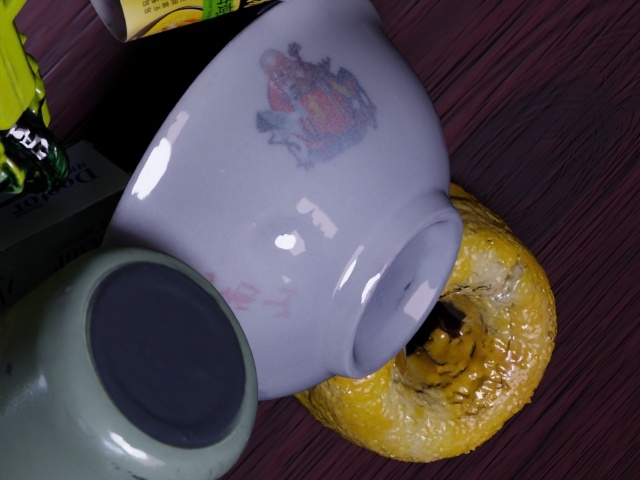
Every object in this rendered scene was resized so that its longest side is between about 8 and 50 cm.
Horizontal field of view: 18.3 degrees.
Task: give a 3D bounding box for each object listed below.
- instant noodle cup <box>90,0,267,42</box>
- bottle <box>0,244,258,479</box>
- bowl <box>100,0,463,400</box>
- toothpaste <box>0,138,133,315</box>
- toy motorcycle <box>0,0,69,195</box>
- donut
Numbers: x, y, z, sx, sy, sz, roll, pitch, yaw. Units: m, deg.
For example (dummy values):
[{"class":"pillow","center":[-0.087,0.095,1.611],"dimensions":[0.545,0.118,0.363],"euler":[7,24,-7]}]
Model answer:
[{"class":"instant noodle cup","center":[-0.098,-0.203,1.301],"dimensions":[0.122,0.151,0.151],"euler":[-27,133,-11]},{"class":"bottle","center":[-0.201,0.141,1.333],"dimensions":[0.168,0.168,0.347],"euler":[4,153,-43]},{"class":"bowl","center":[0.000,0.000,1.432],"dimensions":[0.345,0.157,0.345],"euler":[-45,155,-28]},{"class":"toothpaste","center":[-0.265,0.035,1.349],"dimensions":[0.313,0.089,0.071],"euler":[-29,129,-24]},{"class":"toy motorcycle","center":[-0.259,-0.143,1.171],"dimensions":[0.142,0.206,0.342],"euler":[-49,154,-22]},{"class":"donut","center":[0.083,0.073,1.675],"dimensions":[0.253,0.118,0.253],"euler":[-10,114,-24]}]
